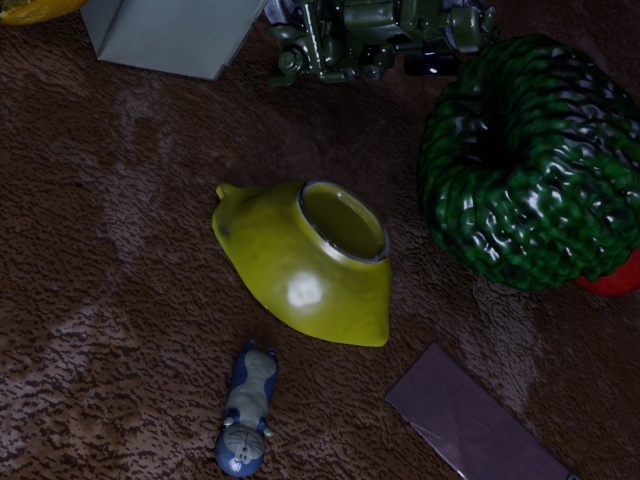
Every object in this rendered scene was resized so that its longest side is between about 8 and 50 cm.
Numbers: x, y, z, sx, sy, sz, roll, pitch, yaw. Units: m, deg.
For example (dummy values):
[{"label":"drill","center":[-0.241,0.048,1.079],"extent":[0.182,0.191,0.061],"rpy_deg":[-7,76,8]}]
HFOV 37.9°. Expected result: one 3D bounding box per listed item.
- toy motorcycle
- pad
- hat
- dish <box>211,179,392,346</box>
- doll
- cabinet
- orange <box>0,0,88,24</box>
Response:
[{"label":"toy motorcycle","center":[0.066,-0.229,1.013],"extent":[0.275,0.205,0.127],"rpy_deg":[-5,97,-59]},{"label":"pad","center":[0.147,0.176,0.815],"extent":[0.188,0.006,0.113],"rpy_deg":[44,37,8]},{"label":"hat","center":[0.275,-0.047,0.995],"extent":[0.332,0.242,0.274],"rpy_deg":[32,47,-31]},{"label":"dish","center":[0.000,0.000,0.818],"extent":[0.207,0.080,0.149],"rpy_deg":[43,35,3]},{"label":"doll","center":[-0.052,0.120,0.684],"extent":[0.037,0.027,0.125],"rpy_deg":[21,39,-11]},{"label":"cabinet","center":[-0.131,-0.285,0.903],"extent":[0.150,0.206,0.145],"rpy_deg":[3,49,-39]},{"label":"orange","center":[-0.244,-0.262,0.830],"extent":[0.112,0.169,0.160],"rpy_deg":[53,37,-62]}]
